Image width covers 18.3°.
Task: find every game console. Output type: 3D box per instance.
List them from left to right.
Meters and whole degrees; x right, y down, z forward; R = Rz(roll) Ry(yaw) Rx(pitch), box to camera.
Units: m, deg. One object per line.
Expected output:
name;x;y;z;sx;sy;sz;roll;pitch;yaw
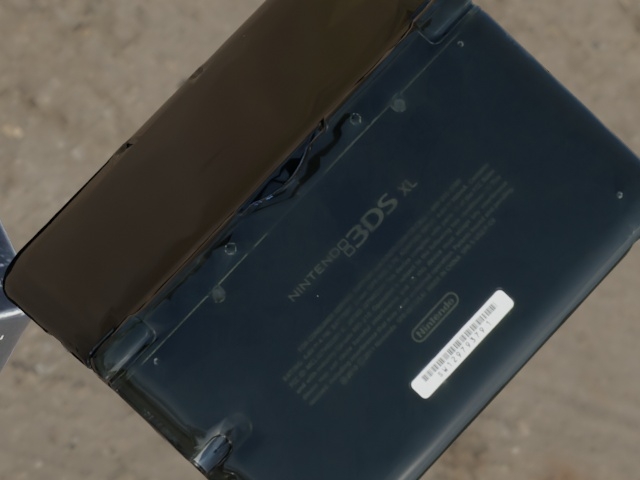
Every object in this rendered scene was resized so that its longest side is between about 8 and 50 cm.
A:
game console;0.000;0.000;0.478;0.107;0.122;0.071;43;-8;0

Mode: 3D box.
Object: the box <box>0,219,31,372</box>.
box;-0.292;-0.002;0.880;0.183;0.294;0.296;-13;65;-34
